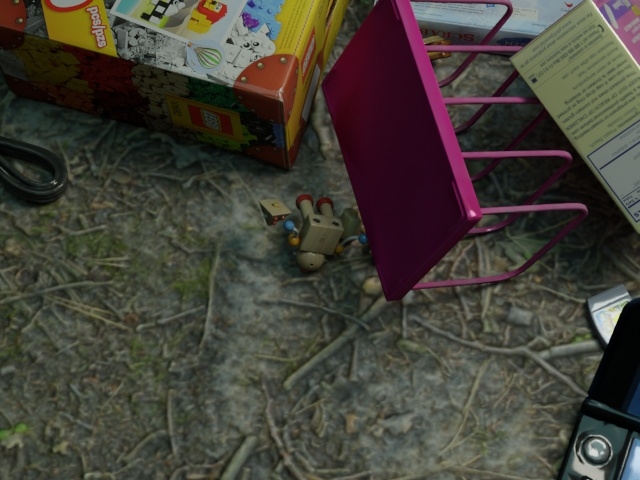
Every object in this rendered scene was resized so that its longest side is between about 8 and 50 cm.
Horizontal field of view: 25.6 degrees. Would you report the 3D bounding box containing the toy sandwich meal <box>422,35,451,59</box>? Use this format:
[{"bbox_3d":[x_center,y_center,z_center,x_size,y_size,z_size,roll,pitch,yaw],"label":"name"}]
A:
[{"bbox_3d":[0.121,-0.228,1.725,0.085,0.085,0.029,-18,91,-6],"label":"toy sandwich meal"}]

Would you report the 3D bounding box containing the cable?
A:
[{"bbox_3d":[-0.443,-0.116,1.713,0.287,0.072,0.139,14,51,-6],"label":"cable"}]

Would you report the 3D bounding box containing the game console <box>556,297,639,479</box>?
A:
[{"bbox_3d":[0.412,0.238,1.473,0.293,0.173,0.250,19,69,9],"label":"game console"}]

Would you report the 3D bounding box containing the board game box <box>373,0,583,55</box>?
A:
[{"bbox_3d":[0.243,-0.387,1.788,0.318,0.066,0.318,9,69,4],"label":"board game box"}]

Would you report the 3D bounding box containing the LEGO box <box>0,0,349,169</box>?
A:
[{"bbox_3d":[-0.141,-0.384,1.726,0.372,0.193,0.500,15,69,7],"label":"LEGO box"}]

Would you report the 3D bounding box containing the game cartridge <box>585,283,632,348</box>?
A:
[{"bbox_3d":[0.343,0.096,1.617,0.056,0.017,0.083,-25,69,-5],"label":"game cartridge"}]

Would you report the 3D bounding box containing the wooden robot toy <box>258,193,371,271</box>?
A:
[{"bbox_3d":[0.000,0.000,1.643,0.173,0.079,0.076,10,33,-20],"label":"wooden robot toy"}]

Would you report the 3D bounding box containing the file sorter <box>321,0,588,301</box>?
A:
[{"bbox_3d":[0.153,-0.110,1.589,0.182,0.202,0.291,-4,65,-27],"label":"file sorter"}]

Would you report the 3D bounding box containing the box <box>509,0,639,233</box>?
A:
[{"bbox_3d":[0.358,-0.164,1.575,0.243,0.117,0.213,54,33,0],"label":"box"}]
